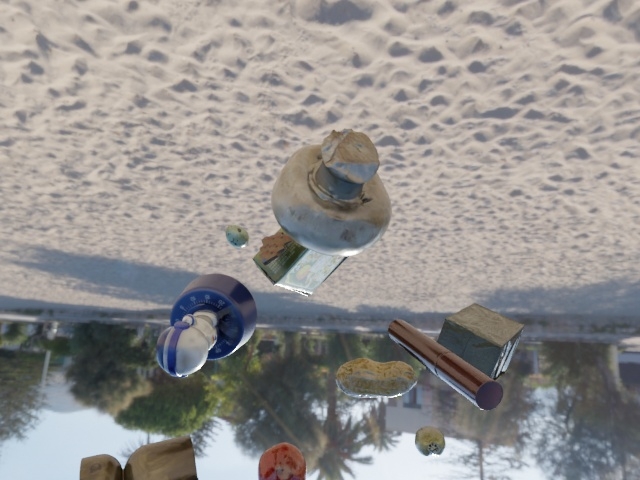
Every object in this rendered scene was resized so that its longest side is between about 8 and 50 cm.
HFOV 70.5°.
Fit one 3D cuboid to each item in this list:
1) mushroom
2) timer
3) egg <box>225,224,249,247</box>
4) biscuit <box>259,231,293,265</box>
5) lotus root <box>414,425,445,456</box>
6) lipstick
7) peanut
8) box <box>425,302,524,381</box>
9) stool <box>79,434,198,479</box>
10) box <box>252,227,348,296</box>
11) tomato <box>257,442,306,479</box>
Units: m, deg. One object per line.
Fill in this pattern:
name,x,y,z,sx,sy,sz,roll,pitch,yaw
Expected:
mushroom,0.044,-0.122,1.042,0.298,0.297,0.290,7,142,-19
timer,-0.361,0.268,1.342,0.271,0.270,0.383,2,-170,7
egg,-0.340,-0.018,1.841,0.110,0.085,0.085,47,147,-24
biscuit,-0.149,0.023,1.413,0.120,0.129,0.019,-4,137,31
lotus root,0.332,0.608,1.381,0.091,0.077,0.183,-9,164,9
lipstick,0.230,0.234,0.911,0.057,0.057,0.357,7,-174,-16
peanut,0.141,0.359,1.186,0.226,0.095,0.108,-7,129,29
box,0.398,0.272,1.159,0.155,0.148,0.231,25,-163,33
stool,-0.453,0.612,1.143,0.264,0.179,0.179,-3,171,-24
box,0.000,0.000,1.652,0.138,0.420,0.373,44,-176,22
tomato,-0.114,0.684,1.351,0.156,0.155,0.069,4,154,-4
